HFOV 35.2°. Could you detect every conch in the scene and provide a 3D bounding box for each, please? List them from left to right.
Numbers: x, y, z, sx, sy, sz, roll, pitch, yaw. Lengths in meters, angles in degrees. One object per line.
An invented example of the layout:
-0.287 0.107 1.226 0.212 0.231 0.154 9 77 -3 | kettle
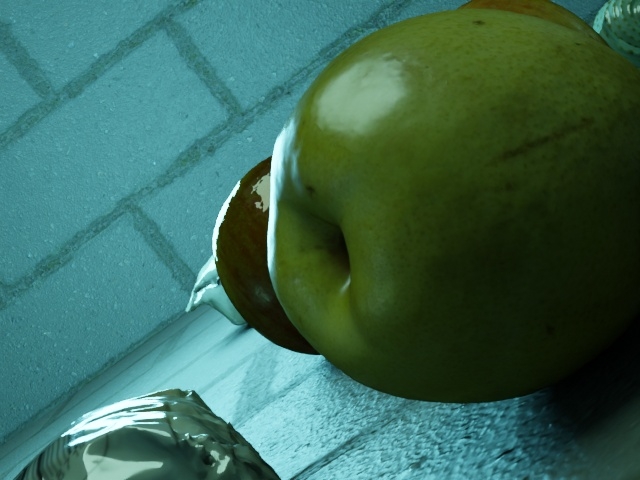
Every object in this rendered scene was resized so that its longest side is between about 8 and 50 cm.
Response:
0.453 -0.260 1.471 0.200 0.131 0.172 76 -147 -54 | conch

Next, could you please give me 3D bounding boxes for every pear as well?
0.112 -0.024 0.766 0.314 0.314 0.314 -36 6 4 | pear

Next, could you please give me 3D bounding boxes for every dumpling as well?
-0.147 0.101 2.142 0.227 0.244 0.175 89 -167 -76 | dumpling

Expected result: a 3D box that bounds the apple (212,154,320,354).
0.000 0.000 1.357 0.302 0.301 0.301 -36 6 4 | apple

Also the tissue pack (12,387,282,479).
-0.179 0.265 0.669 0.375 0.195 0.390 -44 7 -7 | tissue pack

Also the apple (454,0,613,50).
0.210 -0.128 1.157 0.299 0.275 0.299 -38 11 9 | apple
